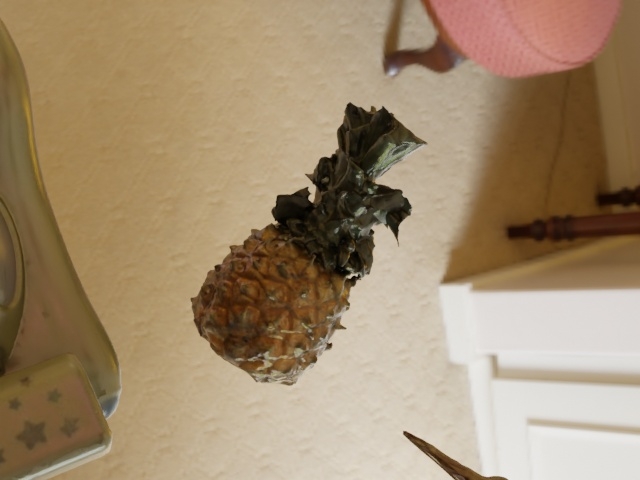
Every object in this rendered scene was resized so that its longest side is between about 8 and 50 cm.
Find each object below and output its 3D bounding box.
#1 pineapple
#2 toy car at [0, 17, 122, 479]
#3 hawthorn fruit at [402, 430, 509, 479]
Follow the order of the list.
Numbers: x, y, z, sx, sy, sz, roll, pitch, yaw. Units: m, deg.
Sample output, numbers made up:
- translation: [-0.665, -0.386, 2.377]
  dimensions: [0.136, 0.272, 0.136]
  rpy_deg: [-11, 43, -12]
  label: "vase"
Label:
- translation: [-0.001, -0.001, 0.871]
  dimensions: [0.128, 0.128, 0.248]
  rpy_deg: [32, 97, -38]
  label: "pineapple"
- translation: [-0.283, 0.006, 0.672]
  dimensions: [0.242, 0.226, 0.335]
  rpy_deg: [-20, 95, -22]
  label: "toy car"
- translation: [0.127, 0.225, 0.388]
  dimensions: [0.258, 0.258, 0.261]
  rpy_deg: [36, 57, -36]
  label: "hawthorn fruit"
